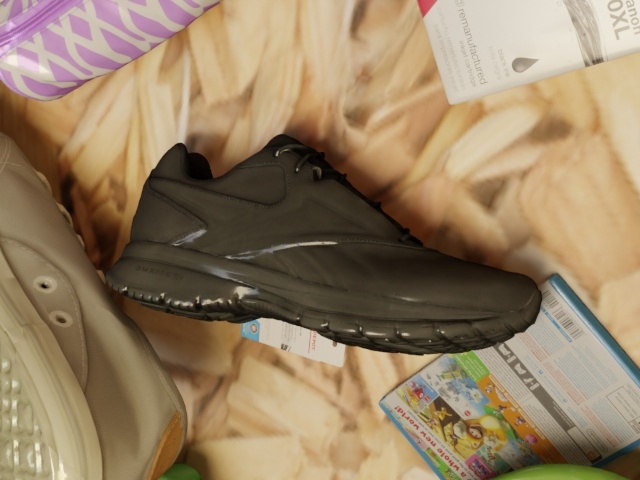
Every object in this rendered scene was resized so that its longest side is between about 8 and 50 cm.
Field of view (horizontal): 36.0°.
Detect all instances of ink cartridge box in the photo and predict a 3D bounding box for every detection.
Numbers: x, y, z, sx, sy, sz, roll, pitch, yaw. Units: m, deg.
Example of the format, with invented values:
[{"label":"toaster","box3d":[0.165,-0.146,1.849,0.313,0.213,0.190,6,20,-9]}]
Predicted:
[{"label":"ink cartridge box","box3d":[0.131,-0.149,0.534,0.150,0.063,0.109,-13,102,31]},{"label":"ink cartridge box","box3d":[-0.014,0.055,0.707,0.083,0.028,0.048,16,115,22]}]

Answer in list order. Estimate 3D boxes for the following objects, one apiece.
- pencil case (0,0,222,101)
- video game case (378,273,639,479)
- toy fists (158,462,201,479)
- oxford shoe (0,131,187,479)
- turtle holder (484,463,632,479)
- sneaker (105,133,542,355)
[{"label":"pencil case","box3d":[-0.137,-0.165,0.656,0.206,0.088,0.086,-25,93,33]},{"label":"video game case","box3d":[0.133,0.113,0.661,0.119,0.015,0.166,50,123,2]},{"label":"toy fists","box3d":[-0.197,0.239,0.830,0.279,0.096,0.142,-14,107,41]},{"label":"oxford shoe","box3d":[-0.234,0.021,0.721,0.449,0.130,0.169,52,124,31]},{"label":"turtle holder","box3d":[0.162,0.306,0.586,0.243,0.227,0.320,-2,113,25]},{"label":"sneaker","box3d":[0.000,0.000,0.632,0.286,0.109,0.130,10,81,15]}]
